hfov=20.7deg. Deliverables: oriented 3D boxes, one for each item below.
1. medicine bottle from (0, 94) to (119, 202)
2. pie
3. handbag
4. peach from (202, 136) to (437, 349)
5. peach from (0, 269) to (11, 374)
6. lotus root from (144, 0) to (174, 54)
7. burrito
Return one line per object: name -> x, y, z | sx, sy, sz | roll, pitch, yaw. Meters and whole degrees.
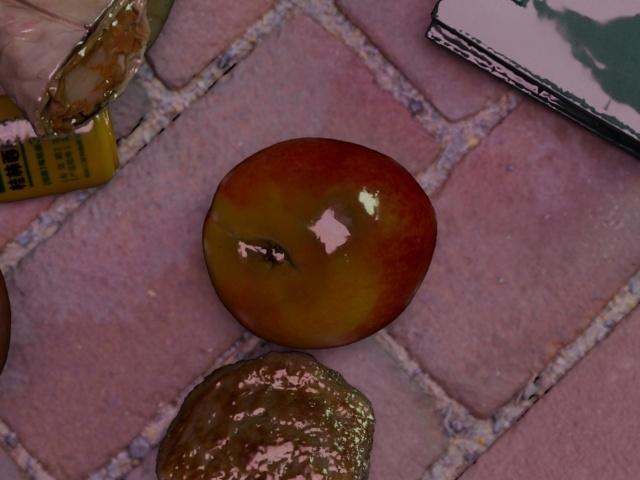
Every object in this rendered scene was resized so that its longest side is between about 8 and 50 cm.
medicine bottle -> -0.307, -0.072, 1.508 | 0.260, 0.064, 0.095 | -10, 112, -4
pie -> -0.044, 0.178, 1.495 | 0.193, 0.079, 0.163 | -20, 77, -8
handbag -> 0.267, -0.235, 1.571 | 0.274, 0.100, 0.269 | 28, 84, 0
peach -> 0.000, 0.000, 1.503 | 0.190, 0.192, 0.190 | 2, 93, 32
peach -> -0.380, 0.056, 1.404 | 0.252, 0.252, 0.253 | 1, 82, -5
lotus root -> -0.162, -0.245, 1.538 | 0.090, 0.077, 0.183 | 23, 84, -2
burrito -> -0.246, -0.214, 1.457 | 0.143, 0.105, 0.299 | -25, 59, -26
